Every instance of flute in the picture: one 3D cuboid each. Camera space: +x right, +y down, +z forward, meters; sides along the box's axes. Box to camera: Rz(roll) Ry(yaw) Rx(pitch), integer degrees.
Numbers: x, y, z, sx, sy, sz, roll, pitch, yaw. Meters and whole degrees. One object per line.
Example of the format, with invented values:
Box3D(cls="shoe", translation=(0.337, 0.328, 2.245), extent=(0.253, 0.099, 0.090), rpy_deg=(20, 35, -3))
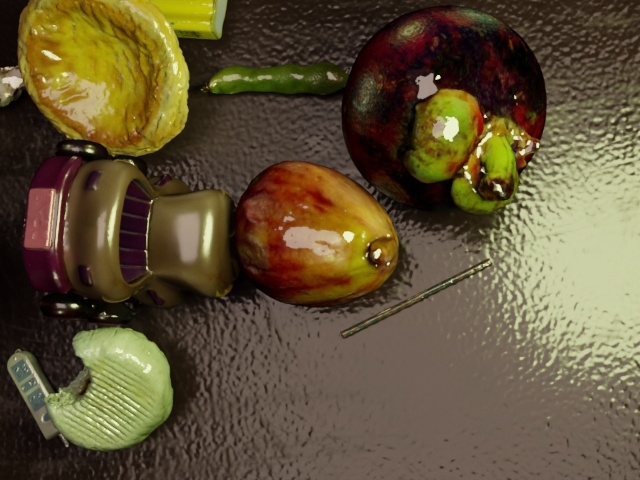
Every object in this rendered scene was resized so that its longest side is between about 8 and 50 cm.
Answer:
Box3D(cls="flute", translation=(0.151, 0.093, 1.440), extent=(0.269, 0.014, 0.014), rpy_deg=(-27, 79, 6))

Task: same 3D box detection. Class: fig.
Box3D(cls="fig", translation=(-0.007, -0.002, 1.384), extent=(0.263, 0.224, 0.224), rpy_deg=(26, 88, 8))

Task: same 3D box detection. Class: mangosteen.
Box3D(cls="mangosteen", translation=(0.193, -0.182, 1.301), extent=(0.306, 0.359, 0.306), rpy_deg=(-6, 108, -18))

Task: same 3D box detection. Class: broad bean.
Box3D(cls="broad bean", translation=(-0.074, -0.269, 1.505), extent=(0.256, 0.053, 0.052), rpy_deg=(0, 121, 10))

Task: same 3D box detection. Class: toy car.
Box3D(cls="toy car", translation=(-0.269, -0.004, 1.359), extent=(0.240, 0.340, 0.271), rpy_deg=(2, 85, 18))

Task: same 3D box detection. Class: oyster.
Box3D(cls="oyster", translation=(-0.570, -0.265, 1.600), extent=(0.199, 0.061, 0.106), rpy_deg=(-2, 101, 12))

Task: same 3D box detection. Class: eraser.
Box3D(cls="eraser", translation=(-0.267, -0.433, 1.550), extent=(0.226, 0.069, 0.158), rpy_deg=(6, 82, 11))

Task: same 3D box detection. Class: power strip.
Box3D(cls="power strip", translation=(-0.471, 0.265, 1.519), extent=(0.047, 0.030, 0.191), rpy_deg=(-35, 78, 5))

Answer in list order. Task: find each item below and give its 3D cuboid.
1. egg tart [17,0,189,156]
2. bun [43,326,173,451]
Box3D(cls="egg tart", translation=(-0.344, -0.291, 1.494), extent=(0.318, 0.128, 0.319), rpy_deg=(7, 117, 15))
Box3D(cls="bun", translation=(-0.337, 0.229, 1.451), extent=(0.212, 0.126, 0.204), rpy_deg=(-31, 105, 11))
